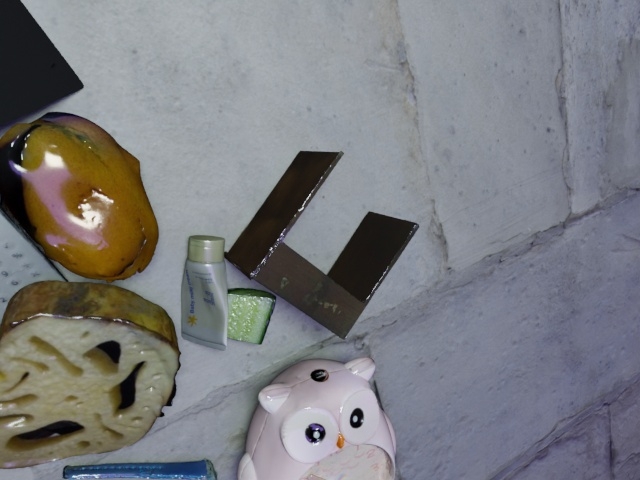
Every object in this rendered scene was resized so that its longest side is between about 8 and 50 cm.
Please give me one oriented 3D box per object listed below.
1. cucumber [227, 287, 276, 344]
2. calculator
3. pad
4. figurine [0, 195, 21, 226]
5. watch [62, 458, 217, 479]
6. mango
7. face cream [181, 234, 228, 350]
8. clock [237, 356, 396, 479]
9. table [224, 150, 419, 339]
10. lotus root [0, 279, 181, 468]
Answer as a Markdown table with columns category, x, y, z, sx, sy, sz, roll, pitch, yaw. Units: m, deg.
| category | x | y | z | sx | sy | sz | roll | pitch | yaw |
| --- | --- | --- | --- | --- | --- | --- | --- | --- | --- |
| cucumber | -0.165 | 0.156 | 0.896 | 0.116 | 0.062 | 0.115 | 17 | 93 | -10 |
| calculator | -0.523 | 0.035 | 0.646 | 0.161 | 0.021 | 0.261 | -26 | 143 | -16 |
| pad | -0.487 | -0.242 | 0.591 | 0.159 | 0.009 | 0.265 | 59 | 39 | -25 |
| figurine | -0.549 | -0.026 | 0.658 | 0.178 | 0.114 | 0.144 | -50 | 141 | 6 |
| watch | -0.363 | 0.544 | 0.905 | 0.275 | 0.068 | 0.276 | -13 | 108 | -17 |
| mango | -0.380 | -0.065 | 0.684 | 0.201 | 0.153 | 0.287 | -26 | 114 | -28 |
| face cream | -0.231 | 0.105 | 0.839 | 0.070 | 0.114 | 0.224 | -13 | 110 | -66 |
| clock | -0.009 | 0.435 | 0.936 | 0.368 | 0.250 | 0.376 | -10 | 113 | -22 |
| table | 0.000 | 0.000 | 0.868 | 0.250 | 0.196 | 0.282 | 37 | 83 | -27 |
| lotus root | -0.436 | 0.251 | 0.739 | 0.390 | 0.111 | 0.375 | -28 | 124 | -8 |
